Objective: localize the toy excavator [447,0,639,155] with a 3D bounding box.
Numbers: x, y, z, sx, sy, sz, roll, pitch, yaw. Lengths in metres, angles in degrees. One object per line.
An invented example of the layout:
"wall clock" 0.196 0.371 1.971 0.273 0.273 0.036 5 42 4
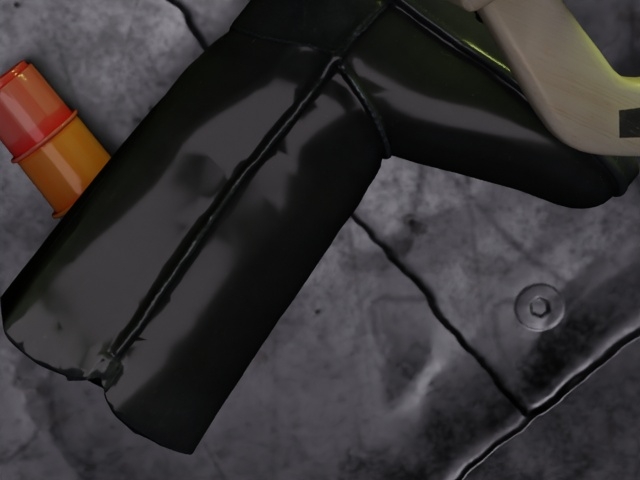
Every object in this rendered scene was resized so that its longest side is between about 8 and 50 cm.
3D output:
"toy excavator" 0.324 -0.078 1.331 0.445 0.222 0.433 -8 107 -10

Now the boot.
"boot" -0.002 -0.001 1.431 0.367 0.146 0.445 38 86 -3

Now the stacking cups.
"stacking cups" -0.193 -0.017 1.522 0.096 0.096 0.316 -38 101 11
